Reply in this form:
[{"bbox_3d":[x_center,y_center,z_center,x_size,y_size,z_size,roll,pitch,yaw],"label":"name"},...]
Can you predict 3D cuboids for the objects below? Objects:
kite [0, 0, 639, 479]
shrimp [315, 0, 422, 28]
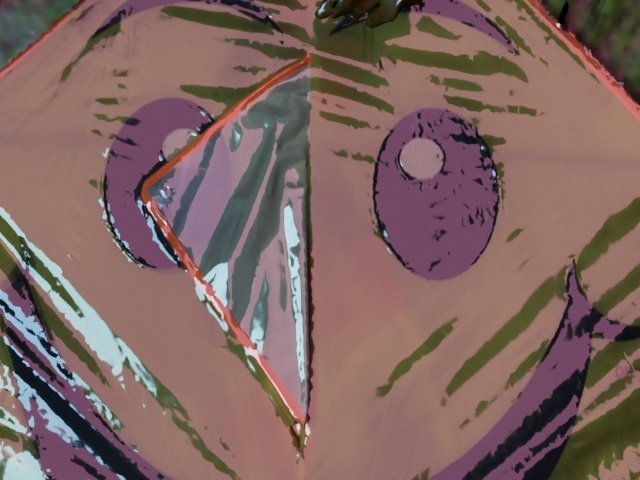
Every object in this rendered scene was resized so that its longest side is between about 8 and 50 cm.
[{"bbox_3d":[0.000,0.000,0.553,0.377,0.013,0.327,0,89,-1],"label":"kite"},{"bbox_3d":[0.116,-0.164,0.534,0.294,0.062,0.154,-38,96,-3],"label":"shrimp"}]
